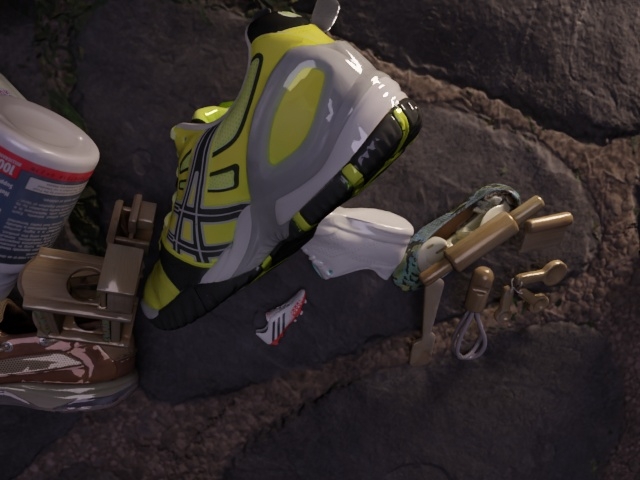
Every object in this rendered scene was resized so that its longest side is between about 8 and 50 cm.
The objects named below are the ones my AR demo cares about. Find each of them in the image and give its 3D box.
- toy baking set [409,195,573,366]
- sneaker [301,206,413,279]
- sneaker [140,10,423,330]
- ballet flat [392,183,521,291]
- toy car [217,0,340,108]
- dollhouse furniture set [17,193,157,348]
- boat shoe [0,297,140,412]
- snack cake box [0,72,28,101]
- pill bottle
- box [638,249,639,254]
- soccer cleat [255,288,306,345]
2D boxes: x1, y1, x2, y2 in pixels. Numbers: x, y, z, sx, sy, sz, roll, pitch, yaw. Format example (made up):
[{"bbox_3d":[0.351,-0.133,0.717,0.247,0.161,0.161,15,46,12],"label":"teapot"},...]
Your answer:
[{"bbox_3d":[0.205,0.064,0.644,0.256,0.030,0.196,-32,126,2],"label":"toy baking set"},{"bbox_3d":[0.000,0.000,0.629,0.212,0.080,0.094,14,112,-8],"label":"sneaker"},{"bbox_3d":[-0.077,-0.042,0.503,0.147,0.145,0.385,50,127,1],"label":"sneaker"},{"bbox_3d":[0.168,-0.004,0.649,0.188,0.070,0.070,-43,101,1],"label":"ballet flat"},{"bbox_3d":[-0.025,-0.180,0.584,0.155,0.149,0.188,-7,75,6],"label":"toy car"},{"bbox_3d":[-0.221,0.000,0.512,0.101,0.182,0.160,11,62,-16],"label":"dollhouse furniture set"},{"bbox_3d":[-0.368,0.117,0.583,0.325,0.123,0.116,4,94,-17],"label":"boat shoe"},{"bbox_3d":[-0.430,-0.075,0.553,0.264,0.089,0.152,-41,100,0],"label":"snack cake box"},{"bbox_3d":[-0.296,-0.032,0.490,0.108,0.108,0.180,32,106,-10],"label":"pill bottle"},{"bbox_3d":[0.610,0.022,0.588,0.294,0.296,0.182,23,96,-10],"label":"box"},{"bbox_3d":[-0.048,0.093,0.656,0.036,0.029,0.083,32,98,-15],"label":"soccer cleat"}]
